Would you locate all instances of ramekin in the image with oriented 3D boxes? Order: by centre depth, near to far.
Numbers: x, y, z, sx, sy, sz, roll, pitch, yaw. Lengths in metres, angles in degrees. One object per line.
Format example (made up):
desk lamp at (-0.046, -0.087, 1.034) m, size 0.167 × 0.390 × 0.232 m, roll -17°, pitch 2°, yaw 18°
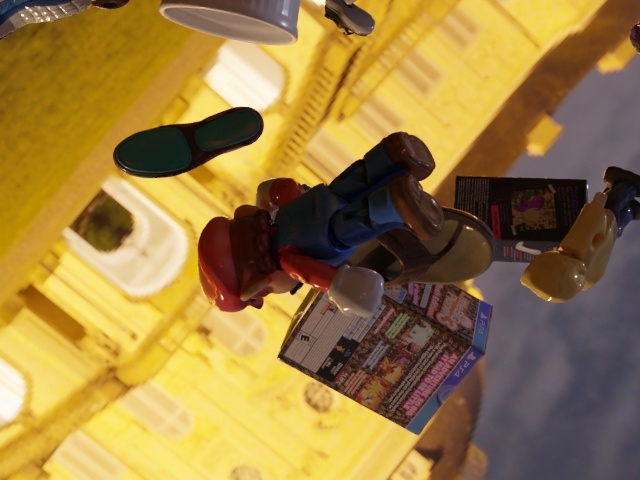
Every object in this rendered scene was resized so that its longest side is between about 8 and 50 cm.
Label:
ramekin at (-0.167, -0.481, 2.370) m, size 0.277 × 0.277 × 0.135 m, roll -173°, pitch -85°, yaw -77°

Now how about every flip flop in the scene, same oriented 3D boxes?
flip flop at (0.077, 0.015, 1.507) m, size 0.080 × 0.277 × 0.112 m, roll -80°, pitch 174°, yaw -56°

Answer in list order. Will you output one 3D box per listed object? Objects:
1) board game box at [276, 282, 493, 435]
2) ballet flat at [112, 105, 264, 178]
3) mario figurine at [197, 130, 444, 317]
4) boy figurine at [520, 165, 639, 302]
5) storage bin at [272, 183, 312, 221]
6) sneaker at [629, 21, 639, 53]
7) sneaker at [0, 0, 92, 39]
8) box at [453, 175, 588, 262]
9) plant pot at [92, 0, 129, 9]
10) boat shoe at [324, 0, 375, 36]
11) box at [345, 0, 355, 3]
board game box at (0.112, 0.159, 2.109) m, size 0.232 × 0.291 × 0.141 m, roll -57°, pitch -174°, yaw 35°
ballet flat at (-0.187, -0.135, 1.739) m, size 0.222 × 0.076 × 0.079 m, roll -19°, pitch 176°, yaw -12°
mario figurine at (0.000, 0.000, 1.413) m, size 0.321 × 0.170 × 0.198 m, roll -24°, pitch -166°, yaw 27°
boy figurine at (0.428, 0.009, 1.963) m, size 0.285 × 0.092 × 0.177 m, roll -45°, pitch 148°, yaw -29°
storage bin at (-0.038, -0.058, 2.181) m, size 0.135 × 0.091 × 0.098 m, roll -4°, pitch -124°, yaw 48°
sneaker at (0.637, -0.335, 2.035) m, size 0.095 × 0.236 × 0.104 m, roll -35°, pitch 140°, yaw -46°
sneaker at (-0.517, -0.400, 1.899) m, size 0.330 × 0.147 × 0.129 m, roll -20°, pitch -139°, yaw 5°
box at (0.415, -0.041, 2.532) m, size 0.165 × 0.270 × 0.143 m, roll 64°, pitch 30°, yaw -71°
plant pot at (-0.401, -0.544, 2.377) m, size 0.167 × 0.167 × 0.165 m, roll -42°, pitch -160°, yaw 33°
boat shoe at (0.044, -0.343, 1.894) m, size 0.142 × 0.049 × 0.040 m, roll -126°, pitch -138°, yaw -52°
box at (0.102, -0.428, 1.614) m, size 0.182 × 0.119 × 0.181 m, roll -36°, pitch 179°, yaw 41°
